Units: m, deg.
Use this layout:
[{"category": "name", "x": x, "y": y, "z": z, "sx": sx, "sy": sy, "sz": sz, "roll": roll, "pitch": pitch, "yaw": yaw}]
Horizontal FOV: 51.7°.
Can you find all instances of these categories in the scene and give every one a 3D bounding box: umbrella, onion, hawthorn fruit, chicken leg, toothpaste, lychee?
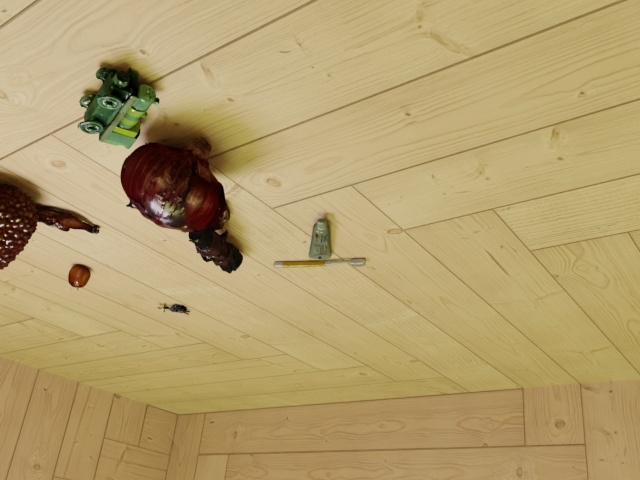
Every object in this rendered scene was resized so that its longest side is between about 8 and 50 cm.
[{"category": "umbrella", "x": -0.291, "y": 0.022, "z": 1.820, "sx": 0.094, "sy": 0.090, "sz": 0.326, "roll": -3, "pitch": 164, "yaw": 11}, {"category": "onion", "x": -0.312, "y": -0.131, "z": 1.463, "sx": 0.252, "sy": 0.219, "sz": 0.252, "roll": 37, "pitch": -174, "yaw": -4}, {"category": "hawthorn fruit", "x": -0.799, "y": 0.120, "z": 2.182, "sx": 0.077, "sy": 0.077, "sz": 0.077, "roll": 5, "pitch": 153, "yaw": 3}, {"category": "chicken leg", "x": -0.726, "y": -0.055, "z": 1.855, "sx": 0.205, "sy": 0.053, "sz": 0.093, "roll": 22, "pitch": 173, "yaw": -14}, {"category": "toothpaste", "x": 0.000, "y": 0.000, "z": 1.815, "sx": 0.067, "sy": 0.037, "sz": 0.255, "roll": 0, "pitch": 156, "yaw": -1}, {"category": "lychee", "x": -0.868, "y": -0.043, "z": 1.722, "sx": 0.271, "sy": 0.272, "sz": 0.271, "roll": 5, "pitch": 153, "yaw": 3}]

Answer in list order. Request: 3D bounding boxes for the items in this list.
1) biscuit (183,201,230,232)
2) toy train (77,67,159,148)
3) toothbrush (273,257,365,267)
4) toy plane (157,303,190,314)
[{"category": "biscuit", "x": -0.340, "y": -0.065, "z": 1.765, "sx": 0.182, "sy": 0.034, "sz": 0.215, "roll": 16, "pitch": 152, "yaw": -18}, {"category": "toy train", "x": -0.409, "y": -0.271, "z": 1.343, "sx": 0.132, "sy": 0.083, "sz": 0.200, "roll": 12, "pitch": 154, "yaw": -35}, {"category": "toothbrush", "x": -0.005, "y": 0.070, "z": 1.967, "sx": 0.287, "sy": 0.021, "sz": 0.024, "roll": -2, "pitch": 142, "yaw": 18}, {"category": "toy plane", "x": -0.540, "y": 0.253, "z": 2.431, "sx": 0.120, "sy": 0.031, "sz": 0.049, "roll": 9, "pitch": 161, "yaw": -11}]
